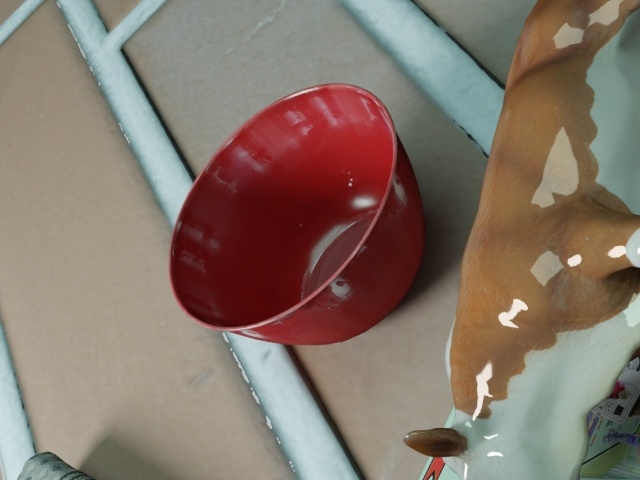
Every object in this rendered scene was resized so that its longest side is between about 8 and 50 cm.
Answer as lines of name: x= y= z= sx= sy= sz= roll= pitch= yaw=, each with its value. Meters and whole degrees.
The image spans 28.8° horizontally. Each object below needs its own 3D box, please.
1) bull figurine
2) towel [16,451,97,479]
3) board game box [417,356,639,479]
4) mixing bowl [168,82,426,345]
bull figurine: x=0.139 y=-0.016 z=0.590 sx=0.188 sy=0.101 sz=0.310 roll=-21 pitch=49 yaw=46
towel: x=-0.170 y=0.320 z=0.768 sx=0.312 sy=0.056 sz=0.324 roll=15 pitch=69 yaw=45
board game box: x=0.153 y=0.119 z=0.615 sx=0.213 sy=0.046 sz=0.317 roll=11 pitch=68 yaw=48
mixing bowl: x=0.000 y=0.000 z=0.809 sx=0.181 sy=0.098 sz=0.181 roll=-25 pitch=44 yaw=27
